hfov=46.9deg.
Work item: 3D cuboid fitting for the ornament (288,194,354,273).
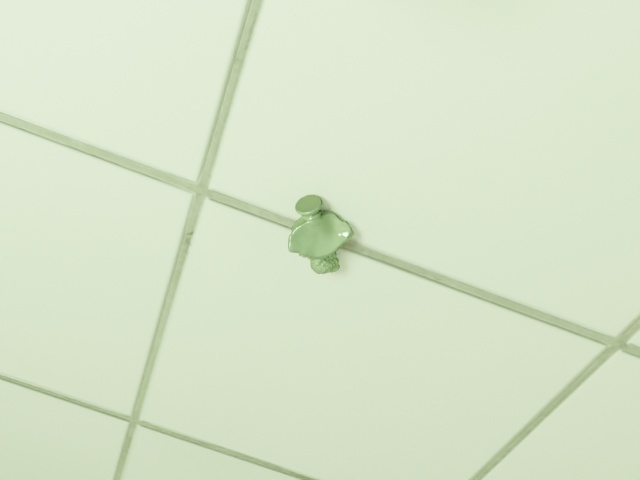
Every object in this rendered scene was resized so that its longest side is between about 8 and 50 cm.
[{"bbox_3d":[-0.002,-0.002,0.783,0.069,0.041,0.092,2,124,-19],"label":"ornament"}]
